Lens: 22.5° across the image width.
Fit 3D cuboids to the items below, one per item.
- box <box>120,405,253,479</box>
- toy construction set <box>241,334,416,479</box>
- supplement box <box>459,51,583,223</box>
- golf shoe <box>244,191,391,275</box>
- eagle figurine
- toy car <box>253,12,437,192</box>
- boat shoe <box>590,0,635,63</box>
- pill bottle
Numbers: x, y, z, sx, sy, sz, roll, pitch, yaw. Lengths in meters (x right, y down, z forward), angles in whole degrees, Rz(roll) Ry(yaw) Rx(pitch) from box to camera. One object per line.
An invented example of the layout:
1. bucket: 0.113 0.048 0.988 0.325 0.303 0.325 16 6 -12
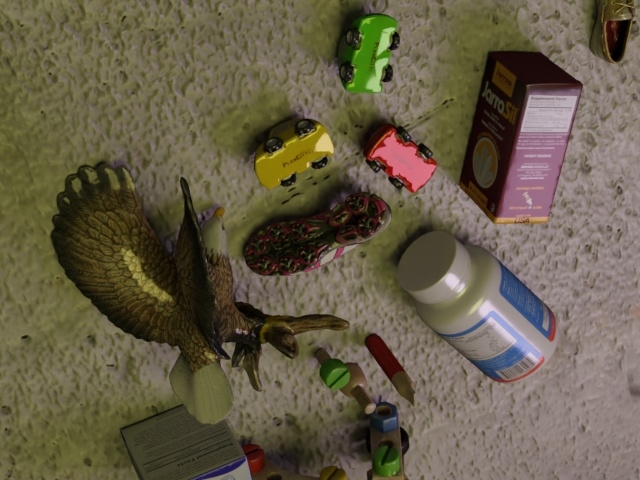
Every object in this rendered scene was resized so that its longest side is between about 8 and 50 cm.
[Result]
1. box: -0.164 0.276 1.997 0.126 0.137 0.072 -21 126 -12
2. toy construction set: 0.049 0.308 2.053 0.258 0.237 0.308 8 115 -29
3. supplement box: 0.243 -0.125 1.963 0.081 0.104 0.188 -2 119 -23
4. golf shoe: 0.000 0.000 1.948 0.186 0.067 0.086 -20 170 9
5. eagle figurine: -0.152 0.047 1.841 0.226 0.225 0.298 -36 139 17
6. toy car: 0.041 -0.166 1.878 0.239 0.053 0.225 0 119 -25
7. boat shoe: 0.364 -0.280 1.961 0.050 0.045 0.135 -12 123 -18
8. pill bottle: 0.199 0.081 2.056 0.124 0.124 0.221 -44 127 5
